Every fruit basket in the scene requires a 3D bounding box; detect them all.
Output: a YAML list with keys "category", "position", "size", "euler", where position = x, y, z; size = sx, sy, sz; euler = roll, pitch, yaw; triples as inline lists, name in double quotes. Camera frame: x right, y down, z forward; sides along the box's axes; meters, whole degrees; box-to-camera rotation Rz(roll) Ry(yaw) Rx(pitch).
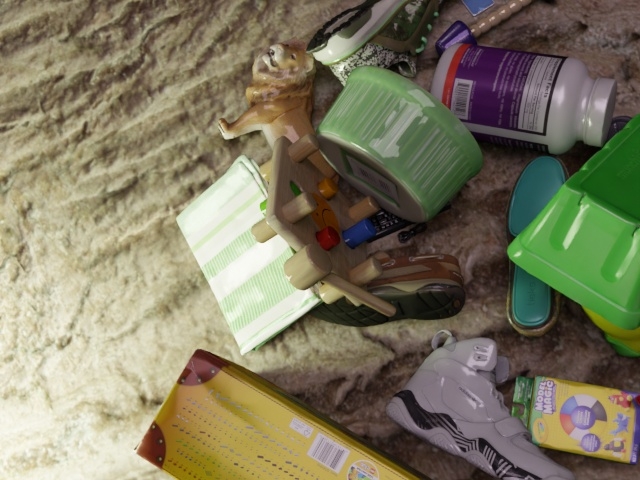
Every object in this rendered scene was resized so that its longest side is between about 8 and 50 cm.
- category: "fruit basket"
  position: [0.518, 0.021, 1.480]
  size: [0.283, 0.392, 0.392]
  euler: [35, 83, 23]

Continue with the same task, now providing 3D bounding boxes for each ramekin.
- category: "ramekin"
  position: [0.135, -0.168, 1.579]
  size: [0.303, 0.303, 0.148]
  euler: [35, 80, 16]

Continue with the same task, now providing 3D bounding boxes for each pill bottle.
- category: "pill bottle"
  position: [0.381, -0.265, 1.609]
  size: [0.323, 0.181, 0.181]
  euler: [14, 77, 23]

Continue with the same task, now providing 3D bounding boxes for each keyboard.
- category: "keyboard"
  position: [0.168, -0.053, 1.694]
  size: [0.180, 0.023, 0.108]
  euler: [-23, 73, 3]

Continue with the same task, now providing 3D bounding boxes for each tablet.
- category: "tablet"
  position: [0.324, -0.518, 1.803]
  size: [0.054, 0.006, 0.083]
  euler: [-31, 72, 0]

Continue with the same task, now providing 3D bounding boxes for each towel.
- category: "towel"
  position: [-0.144, 0.030, 1.649]
  size: [0.248, 0.038, 0.325]
  euler: [-38, 73, 33]

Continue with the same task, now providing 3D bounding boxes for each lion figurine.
- category: "lion figurine"
  position: [-0.056, -0.203, 1.727]
  size: [0.240, 0.142, 0.392]
  euler: [-27, 87, -7]

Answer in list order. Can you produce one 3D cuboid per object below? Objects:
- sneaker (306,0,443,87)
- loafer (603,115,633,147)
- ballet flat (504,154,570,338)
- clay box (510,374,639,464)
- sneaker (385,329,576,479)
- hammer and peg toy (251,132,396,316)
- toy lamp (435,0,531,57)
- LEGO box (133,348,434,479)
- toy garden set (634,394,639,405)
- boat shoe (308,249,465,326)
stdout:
- category: "sneaker"
  position: [0.166, -0.434, 1.759]
  size: [0.410, 0.158, 0.182]
  euler: [-36, 114, -14]
- category: "loafer"
  position: [0.665, -0.128, 1.602]
  size: [0.302, 0.095, 0.109]
  euler: [47, 124, 15]
- category: "ballet flat"
  position: [0.406, 0.015, 1.592]
  size: [0.123, 0.123, 0.348]
  euler: [5, 72, 10]
- category: "clay box"
  position: [0.458, 0.320, 1.532]
  size: [0.222, 0.053, 0.127]
  euler: [8, 77, 10]
- category: "sneaker"
  position: [0.307, 0.298, 1.488]
  size: [0.366, 0.137, 0.210]
  euler: [23, 78, 32]
- category: "hammer and peg toy"
  position: [0.000, 0.000, 1.500]
  size: [0.127, 0.266, 0.361]
  euler: [-32, 33, 25]
- category: "toy lamp"
  position: [0.361, -0.456, 1.746]
  size: [0.274, 0.080, 0.080]
  euler: [-31, 73, -3]
- category: "LEGO box"
  position: [-0.004, 0.400, 1.415]
  size: [0.500, 0.372, 0.193]
  euler: [28, 81, 15]
- category: "toy garden set"
  position: [0.665, 0.286, 1.465]
  size: [0.244, 0.049, 0.204]
  euler: [35, 89, -7]
- category: "boat shoe"
  position: [0.115, 0.086, 1.624]
  size: [0.324, 0.122, 0.120]
  euler: [-2, 52, 15]
